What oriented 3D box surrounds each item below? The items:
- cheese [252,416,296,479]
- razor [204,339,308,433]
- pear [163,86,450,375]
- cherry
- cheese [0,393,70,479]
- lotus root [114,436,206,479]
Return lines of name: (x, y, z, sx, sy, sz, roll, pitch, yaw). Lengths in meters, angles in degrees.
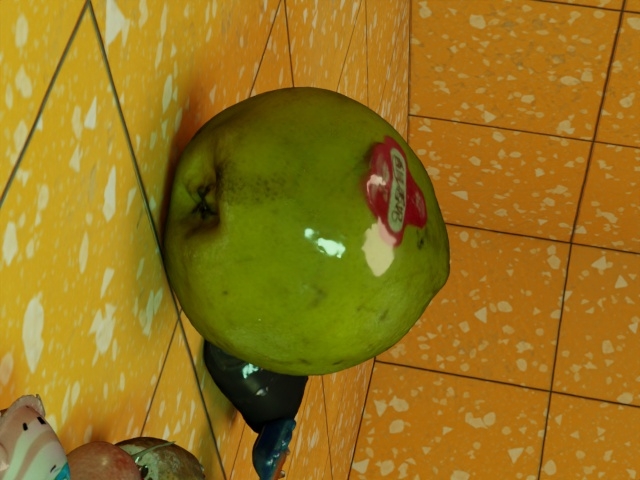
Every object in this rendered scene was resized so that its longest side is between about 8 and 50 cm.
cheese: (-0.082, 0.385, 1.676, 0.217, 0.129, 0.329, -65, 169, -60)
razor: (-0.069, 0.148, 1.667, 0.327, 0.107, 0.189, 77, 25, -68)
pear: (0.000, 0.000, 1.302, 0.375, 0.287, 0.287, 20, 78, -51)
cherry: (-0.190, 0.221, 1.054, 0.126, 0.087, 0.106, -46, 147, -49)
cheese: (-0.222, 0.215, 0.883, 0.286, 0.074, 0.188, 97, 8, -51)
lotus root: (-0.165, 0.244, 1.161, 0.122, 0.112, 0.081, 69, 11, 18)
